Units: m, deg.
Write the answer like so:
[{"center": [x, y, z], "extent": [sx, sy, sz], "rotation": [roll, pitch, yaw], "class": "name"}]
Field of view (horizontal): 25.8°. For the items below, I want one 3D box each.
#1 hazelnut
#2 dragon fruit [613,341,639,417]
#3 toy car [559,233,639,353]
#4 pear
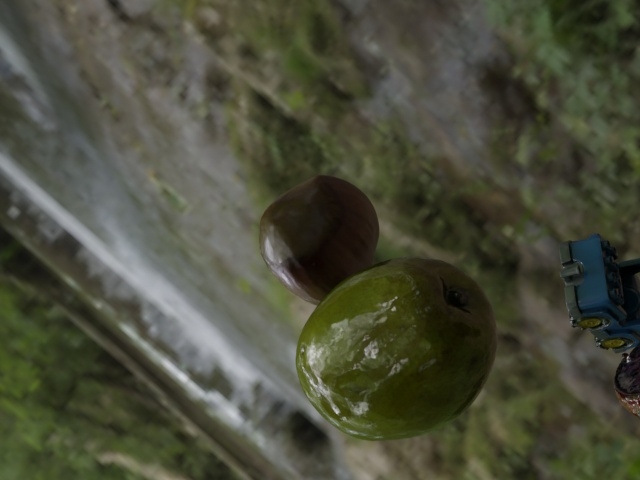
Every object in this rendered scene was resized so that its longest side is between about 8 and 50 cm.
[{"center": [-0.007, 0.001, 2.271], "extent": [0.186, 0.210, 0.210], "rotation": [13, 165, 11], "class": "hazelnut"}, {"center": [0.455, 0.163, 1.567], "extent": [0.148, 0.218, 0.224], "rotation": [56, 164, -8], "class": "dragon fruit"}, {"center": [0.356, 0.062, 1.674], "extent": [0.100, 0.097, 0.191], "rotation": [-15, 152, 26], "class": "toy car"}, {"center": [0.106, 0.144, 1.907], "extent": [0.253, 0.253, 0.307], "rotation": [40, 134, 0], "class": "pear"}]
